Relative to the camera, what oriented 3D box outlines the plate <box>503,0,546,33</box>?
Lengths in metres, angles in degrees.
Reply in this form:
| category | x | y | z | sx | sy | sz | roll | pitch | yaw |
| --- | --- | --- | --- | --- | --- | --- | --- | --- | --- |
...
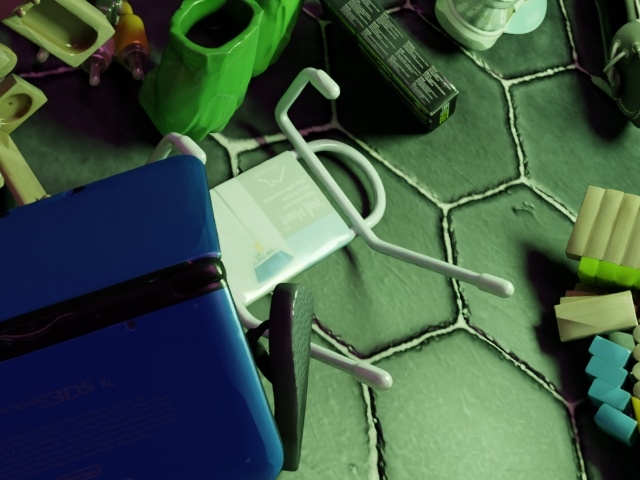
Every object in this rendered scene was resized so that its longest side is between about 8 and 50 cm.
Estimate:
| category | x | y | z | sx | sy | sz | roll | pitch | yaw |
| --- | --- | --- | --- | --- | --- | --- | --- | --- | --- |
| plate | 0.217 | -0.345 | 1.832 | 0.188 | 0.024 | 0.188 | 18 | 50 | -23 |

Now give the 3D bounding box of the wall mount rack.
| category | x | y | z | sx | sy | sz | roll | pitch | yaw |
| --- | --- | --- | --- | --- | --- | --- | --- | --- | --- |
| wall mount rack | 0.000 | 0.000 | 1.362 | 0.350 | 0.130 | 0.304 | -31 | 80 | -43 |

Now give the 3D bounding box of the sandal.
| category | x | y | z | sx | sy | sz | roll | pitch | yaw |
| --- | --- | --- | --- | --- | --- | --- | --- | --- | --- |
| sandal | -0.040 | 0.123 | 1.180 | 0.054 | 0.254 | 0.097 | 7 | 56 | 2 |

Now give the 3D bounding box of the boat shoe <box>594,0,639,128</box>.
| category | x | y | z | sx | sy | sz | roll | pitch | yaw |
| --- | --- | --- | --- | --- | --- | --- | --- | --- | --- |
| boat shoe | 0.392 | -0.262 | 1.847 | 0.095 | 0.112 | 0.335 | 14 | 45 | -4 |

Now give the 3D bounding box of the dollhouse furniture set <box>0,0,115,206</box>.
| category | x | y | z | sx | sy | sz | roll | pitch | yaw |
| --- | --- | --- | --- | --- | --- | --- | --- | --- | --- |
| dollhouse furniture set | -0.233 | -0.118 | 1.218 | 0.123 | 0.151 | 0.144 | 55 | 10 | 24 |

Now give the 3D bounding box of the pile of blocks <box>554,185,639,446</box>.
| category | x | y | z | sx | sy | sz | roll | pitch | yaw |
| --- | --- | --- | --- | --- | --- | --- | --- | --- | --- |
| pile of blocks | 0.339 | 0.122 | 1.547 | 0.112 | 0.149 | 0.362 | 52 | 31 | -62 |

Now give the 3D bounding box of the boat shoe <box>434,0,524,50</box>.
| category | x | y | z | sx | sy | sz | roll | pitch | yaw |
| --- | --- | --- | --- | --- | --- | --- | --- | --- | --- |
| boat shoe | 0.234 | -0.357 | 1.763 | 0.118 | 0.103 | 0.320 | 38 | 46 | -6 |

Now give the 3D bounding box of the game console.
| category | x | y | z | sx | sy | sz | roll | pitch | yaw |
| --- | --- | --- | --- | --- | --- | --- | --- | --- | --- |
| game console | -0.197 | 0.094 | 1.117 | 0.173 | 0.293 | 0.250 | -87 | 159 | -84 |

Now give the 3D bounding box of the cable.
| category | x | y | z | sx | sy | sz | roll | pitch | yaw |
| --- | --- | --- | --- | --- | --- | --- | --- | --- | --- |
| cable | -0.229 | -0.264 | 1.466 | 0.139 | 0.072 | 0.287 | 12 | 39 | -7 |

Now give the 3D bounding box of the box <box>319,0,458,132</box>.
| category | x | y | z | sx | sy | sz | roll | pitch | yaw |
| --- | --- | --- | --- | --- | --- | --- | --- | --- | --- |
| box | 0.071 | -0.205 | 1.542 | 0.045 | 0.184 | 0.190 | -41 | 85 | 0 |

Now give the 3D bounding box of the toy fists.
| category | x | y | z | sx | sy | sz | roll | pitch | yaw |
| --- | --- | --- | --- | --- | --- | --- | --- | --- | --- |
| toy fists | -0.092 | -0.208 | 1.443 | 0.096 | 0.142 | 0.279 | 23 | 45 | 8 |
